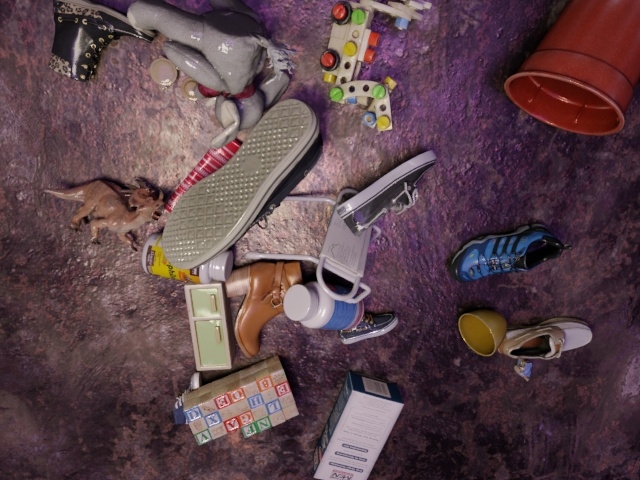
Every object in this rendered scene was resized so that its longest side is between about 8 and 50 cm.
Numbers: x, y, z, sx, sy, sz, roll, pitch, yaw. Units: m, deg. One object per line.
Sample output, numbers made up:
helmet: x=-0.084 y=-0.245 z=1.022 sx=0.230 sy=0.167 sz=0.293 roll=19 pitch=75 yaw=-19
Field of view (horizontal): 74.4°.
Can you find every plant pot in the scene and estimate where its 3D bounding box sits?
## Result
plant pot: x=0.619 y=-0.426 z=0.967 sx=0.272 sy=0.272 sz=0.265 roll=28 pitch=96 yaw=-11
plant pot: x=0.494 y=0.259 z=1.249 sx=0.095 sy=0.134 sz=0.134 roll=-22 pitch=110 yaw=-24

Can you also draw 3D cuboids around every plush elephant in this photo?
plush elephant: x=-0.206 y=-0.367 z=0.944 sx=0.330 sy=0.272 sz=0.255 roll=34 pitch=139 yaw=12

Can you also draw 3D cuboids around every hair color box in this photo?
hair color box: x=0.112 y=0.603 z=1.340 sx=0.174 sy=0.105 sz=0.347 roll=19 pitch=106 yaw=-8

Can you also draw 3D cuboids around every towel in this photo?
towel: x=-0.259 y=-0.126 z=1.124 sx=0.199 sy=0.031 sz=0.275 roll=40 pitch=102 yaw=-13

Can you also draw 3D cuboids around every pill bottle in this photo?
pill bottle: x=-0.346 y=0.050 z=1.116 sx=0.215 sy=0.117 sz=0.117 roll=9 pitch=107 yaw=3
pill bottle: x=0.010 y=0.175 z=1.133 sx=0.221 sy=0.124 sz=0.124 roll=18 pitch=111 yaw=-50

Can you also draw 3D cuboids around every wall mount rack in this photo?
wall mount rack: x=0.000 y=0.000 z=1.070 sx=0.304 sy=0.350 sz=0.130 roll=28 pitch=139 yaw=-13

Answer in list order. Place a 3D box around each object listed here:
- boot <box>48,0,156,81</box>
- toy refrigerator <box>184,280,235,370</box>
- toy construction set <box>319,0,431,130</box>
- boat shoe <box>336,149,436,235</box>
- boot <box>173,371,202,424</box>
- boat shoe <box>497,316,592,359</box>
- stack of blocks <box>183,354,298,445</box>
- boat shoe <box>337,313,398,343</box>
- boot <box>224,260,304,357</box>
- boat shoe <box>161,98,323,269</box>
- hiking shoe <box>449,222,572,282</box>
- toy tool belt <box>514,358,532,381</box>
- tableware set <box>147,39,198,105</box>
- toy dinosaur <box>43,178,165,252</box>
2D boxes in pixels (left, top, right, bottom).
boot: x=-0.511 y=-0.450 z=0.978 sx=0.236 sy=0.085 sz=0.178 roll=20 pitch=108 yaw=-3
toy refrigerator: x=-0.312 y=0.233 z=1.204 sx=0.102 sy=0.094 sz=0.269 roll=-2 pitch=108 yaw=-2
toy construction set: x=0.121 y=-0.436 z=0.980 sx=0.215 sy=0.151 sz=0.327 roll=23 pitch=99 yaw=15
boat shoe: x=0.188 y=-0.119 z=1.063 sx=0.306 sy=0.113 sz=0.105 roll=-34 pitch=91 yaw=-21
boot: x=-0.409 y=0.490 z=1.293 sx=0.086 sy=0.069 sz=0.190 roll=1 pitch=109 yaw=-9
boat shoe: x=0.682 y=0.309 z=1.276 sx=0.302 sy=0.103 sz=0.113 roll=-7 pitch=108 yaw=-1
stack of blocks: x=-0.233 y=0.488 z=1.256 sx=0.297 sy=0.087 sz=0.171 roll=-19 pitch=109 yaw=-12
boat shoe: x=0.134 y=0.239 z=1.244 sx=0.183 sy=0.065 sz=0.083 roll=-22 pitch=109 yaw=5
boot: x=-0.140 y=0.193 z=1.207 sx=0.220 sy=0.109 sz=0.283 roll=-10 pitch=101 yaw=-4
boat shoe: x=-0.178 y=-0.114 z=1.015 sx=0.500 sy=0.156 sz=0.187 roll=-46 pitch=69 yaw=6
hiking shoe: x=0.508 y=0.040 z=1.164 sx=0.304 sy=0.132 sz=0.113 roll=-24 pitch=108 yaw=5
toy tool belt: x=0.646 y=0.396 z=1.330 sx=0.052 sy=0.051 sz=0.083 roll=-4 pitch=108 yaw=-2
tableware set: x=-0.324 y=-0.424 z=1.028 sx=0.141 sy=0.020 sz=0.168 roll=35 pitch=100 yaw=-18
toy dinosaur: x=-0.529 y=-0.095 z=1.078 sx=0.296 sy=0.127 sz=0.200 roll=30 pitch=97 yaw=1
